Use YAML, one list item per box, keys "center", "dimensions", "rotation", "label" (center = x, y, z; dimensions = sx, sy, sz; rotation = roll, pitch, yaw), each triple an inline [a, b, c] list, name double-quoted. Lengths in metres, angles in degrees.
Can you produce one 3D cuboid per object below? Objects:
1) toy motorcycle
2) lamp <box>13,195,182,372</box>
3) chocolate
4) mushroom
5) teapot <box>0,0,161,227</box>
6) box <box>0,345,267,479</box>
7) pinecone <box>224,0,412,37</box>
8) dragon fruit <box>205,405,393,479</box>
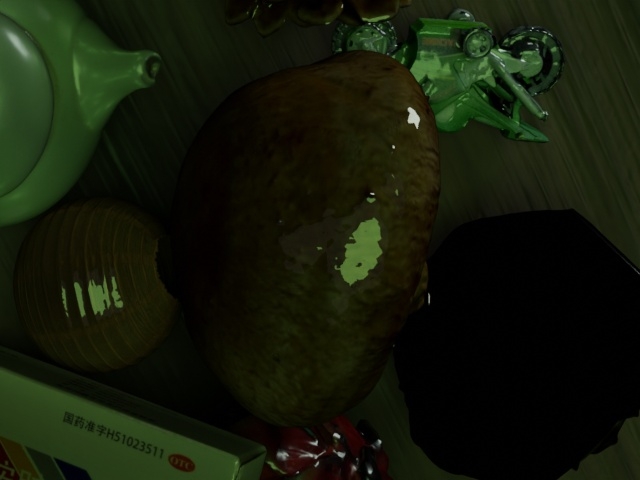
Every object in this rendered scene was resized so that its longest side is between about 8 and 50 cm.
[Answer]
- center: [0.098, -0.126, 1.208]
  dimensions: [0.190, 0.074, 0.106]
  rotation: [4, 110, -11]
  label: "toy motorcycle"
- center: [-0.169, 0.034, 1.161]
  dimensions: [0.136, 0.136, 0.136]
  rotation: [-2, 101, -9]
  label: "lamp"
- center: [0.186, 0.095, 1.250]
  dimensions: [0.224, 0.206, 0.177]
  rotation: [-50, 149, 13]
  label: "chocolate"
- center: [-0.012, 0.005, 1.123]
  dimensions: [0.195, 0.263, 0.283]
  rotation: [-7, 138, -5]
  label: "mushroom"
- center: [-0.289, -0.150, 1.097]
  dimensions: [0.220, 0.149, 0.318]
  rotation: [-45, 105, 0]
  label: "teapot"
- center: [-0.231, 0.198, 1.139]
  dimensions: [0.353, 0.069, 0.214]
  rotation: [18, 99, 16]
  label: "box"
- center: [-0.008, -0.263, 1.112]
  dimensions: [0.185, 0.168, 0.212]
  rotation: [-30, 118, -17]
  label: "pinecone"
- center: [-0.033, 0.204, 1.193]
  dimensions: [0.188, 0.182, 0.182]
  rotation: [-33, 107, -33]
  label: "dragon fruit"
